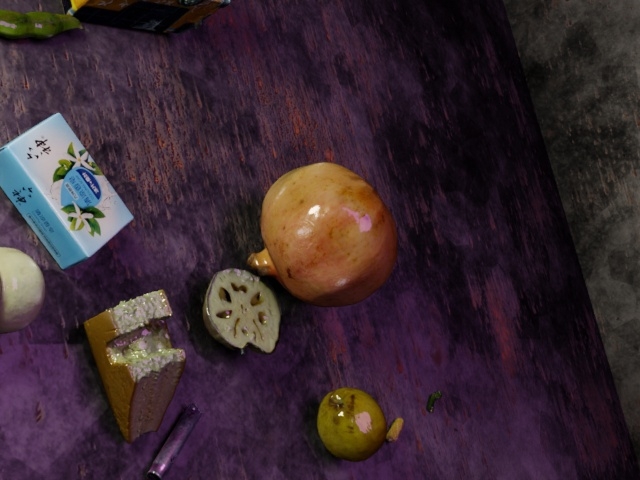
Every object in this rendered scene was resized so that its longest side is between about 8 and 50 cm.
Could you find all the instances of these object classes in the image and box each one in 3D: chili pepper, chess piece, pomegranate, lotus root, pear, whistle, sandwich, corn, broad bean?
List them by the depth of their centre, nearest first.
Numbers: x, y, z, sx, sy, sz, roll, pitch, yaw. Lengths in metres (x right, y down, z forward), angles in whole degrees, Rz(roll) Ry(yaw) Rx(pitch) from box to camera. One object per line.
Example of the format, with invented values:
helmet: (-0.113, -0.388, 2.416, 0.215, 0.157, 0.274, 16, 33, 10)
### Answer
chess piece: (-0.546, 0.072, 1.317, 0.330, 0.182, 0.182, 4, 69, -59)
sandwich: (-0.311, 0.217, 1.573, 0.122, 0.128, 0.236, -15, 84, -47)
whistle: (-0.260, 0.362, 1.641, 0.033, 0.033, 0.176, 54, 38, -20)
broad bean: (-0.547, -0.390, 1.647, 0.297, 0.043, 0.060, -11, 71, -53)
lotus root: (-0.168, 0.156, 1.838, 0.183, 0.078, 0.203, 39, 36, -16)
pomegranate: (0.000, 0.000, 1.962, 0.338, 0.338, 0.338, 29, 51, -42)
pear: (0.068, 0.394, 1.963, 0.162, 0.149, 0.149, 55, 37, -24)
corn: (0.178, 0.454, 2.181, 0.027, 0.028, 0.083, 55, 33, -9)
chili pepper: (0.296, 0.412, 2.367, 0.027, 0.022, 0.083, 33, 38, 8)

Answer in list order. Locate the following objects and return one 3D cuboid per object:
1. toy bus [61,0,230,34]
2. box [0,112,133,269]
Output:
toy bus: (-0.358, -0.527, 1.841, 0.323, 0.194, 0.162, -6, 77, -51)
box: (-0.449, -0.085, 1.583, 0.232, 0.083, 0.142, 58, 37, -16)
